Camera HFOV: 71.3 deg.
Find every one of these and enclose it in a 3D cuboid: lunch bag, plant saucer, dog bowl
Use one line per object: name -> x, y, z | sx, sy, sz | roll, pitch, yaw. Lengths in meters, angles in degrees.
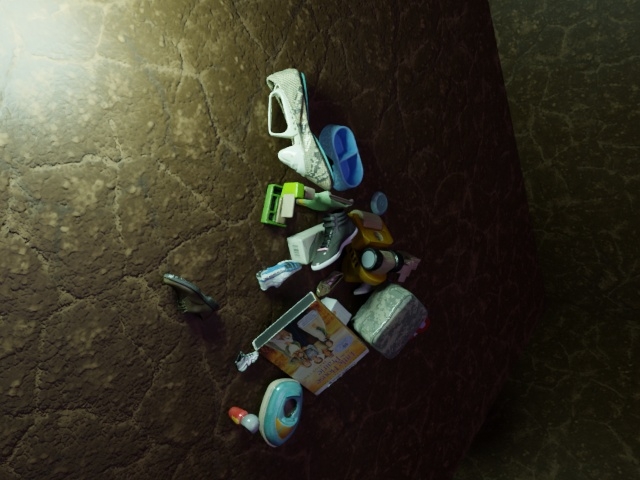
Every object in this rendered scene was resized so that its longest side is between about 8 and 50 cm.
lunch bag -> 0.291, 0.335, 2.018 | 0.305, 0.256, 0.212 | -50, 126, -6
plant saucer -> 0.291, -0.179, 2.164 | 0.119, 0.021, 0.119 | -6, 99, -42
dog bowl -> 0.097, -0.358, 1.928 | 0.166, 0.074, 0.297 | -35, 116, -35

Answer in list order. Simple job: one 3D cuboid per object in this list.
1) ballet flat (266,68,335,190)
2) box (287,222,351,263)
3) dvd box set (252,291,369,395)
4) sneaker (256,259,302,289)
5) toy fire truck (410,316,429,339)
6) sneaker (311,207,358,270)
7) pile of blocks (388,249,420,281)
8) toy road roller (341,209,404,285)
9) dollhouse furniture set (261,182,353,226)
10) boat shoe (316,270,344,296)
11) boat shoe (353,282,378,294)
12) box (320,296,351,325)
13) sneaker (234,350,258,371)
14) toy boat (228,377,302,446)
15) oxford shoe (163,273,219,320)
ballet flat -> -0.098, -0.399, 1.668 | 0.182, 0.164, 0.482 | -16, 89, -15
box -> 0.000, 0.000, 1.859 | 0.275, 0.094, 0.113 | -26, 110, -38
dvd box set -> -0.026, 0.432, 1.812 | 0.308, 0.062, 0.420 | -40, 125, 1
sneaker -> -0.158, 0.139, 1.746 | 0.191, 0.071, 0.083 | -19, 119, -24
toy fire truck -> 0.382, 0.405, 2.236 | 0.254, 0.169, 0.302 | -42, 123, -4
sneaker -> 0.030, -0.016, 1.758 | 0.296, 0.105, 0.147 | -48, 120, -36
pile of blocks -> 0.374, 0.130, 2.173 | 0.362, 0.149, 0.112 | -11, 124, -67
toy road roller -> 0.191, 0.050, 2.009 | 0.202, 0.240, 0.329 | 8, 51, -43
dollhouse furniture set -> -0.044, -0.114, 1.735 | 0.302, 0.198, 0.151 | 11, 85, -43
boat shoe -> 0.041, 0.189, 1.948 | 0.153, 0.048, 0.056 | -41, 120, -33
boat shoe -> 0.220, 0.210, 2.111 | 0.184, 0.066, 0.063 | -15, 91, -39
box -> 0.033, 0.352, 1.928 | 0.130, 0.091, 0.170 | 48, 64, -35
sneaker -> -0.280, 0.437, 1.679 | 0.098, 0.038, 0.069 | -44, 122, -32
toy boat -> -0.190, 0.674, 1.713 | 0.318, 0.148, 0.267 | 11, 87, -44
oxford shoe -> -0.440, 0.193, 1.477 | 0.227, 0.083, 0.096 | 49, 67, -34
